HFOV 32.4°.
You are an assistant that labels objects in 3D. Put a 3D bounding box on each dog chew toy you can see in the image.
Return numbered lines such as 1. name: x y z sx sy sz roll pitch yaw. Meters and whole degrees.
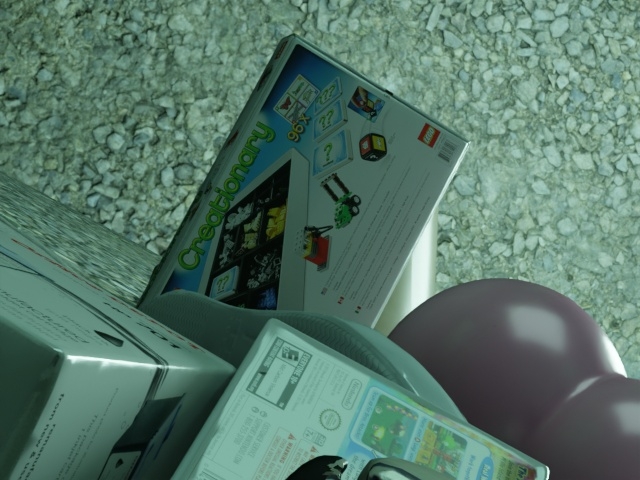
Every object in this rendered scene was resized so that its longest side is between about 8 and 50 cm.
1. dog chew toy: 0.184 0.169 0.775 0.332 0.207 0.206 36 3 36

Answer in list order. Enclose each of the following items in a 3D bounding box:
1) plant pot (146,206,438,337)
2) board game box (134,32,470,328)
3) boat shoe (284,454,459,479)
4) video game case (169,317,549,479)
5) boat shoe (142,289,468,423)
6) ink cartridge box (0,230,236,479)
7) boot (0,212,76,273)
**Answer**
1. plant pot: 0.000 0.000 1.178 0.323 0.280 0.323 18 0 0
2. board game box: -0.020 -0.002 0.978 0.193 0.305 0.053 30 -4 -16
3. boat shoe: 0.123 0.168 0.265 0.340 0.127 0.158 21 4 5
4. video game case: 0.014 0.111 0.432 0.143 0.019 0.157 29 35 2
5. boat shoe: 0.001 0.102 0.647 0.119 0.121 0.335 24 -1 -34
6. ink cartridge box: -0.130 0.047 0.416 0.139 0.082 0.190 28 0 13
7. boot: -0.216 0.010 0.577 0.258 0.095 0.123 39 -12 -26
